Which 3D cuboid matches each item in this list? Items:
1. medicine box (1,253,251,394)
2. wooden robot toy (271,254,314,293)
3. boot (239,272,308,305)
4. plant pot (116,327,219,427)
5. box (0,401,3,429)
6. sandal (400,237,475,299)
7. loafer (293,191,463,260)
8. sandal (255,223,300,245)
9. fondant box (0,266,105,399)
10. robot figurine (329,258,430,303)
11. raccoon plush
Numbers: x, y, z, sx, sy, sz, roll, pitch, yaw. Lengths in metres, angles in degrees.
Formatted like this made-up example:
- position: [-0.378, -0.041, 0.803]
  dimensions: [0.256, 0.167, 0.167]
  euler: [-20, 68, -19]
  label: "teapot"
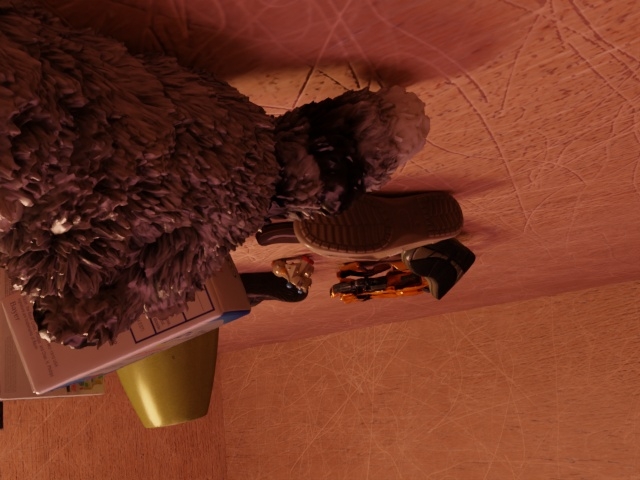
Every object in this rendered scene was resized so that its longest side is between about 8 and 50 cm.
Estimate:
- position: [-0.282, 0.103, 1.019]
  dimensions: [0.289, 0.149, 0.263]
  euler: [-22, 174, 1]
  label: "medicine box"
- position: [-0.063, 0.059, 1.378]
  dimensions: [0.079, 0.076, 0.173]
  euler: [27, 175, 16]
  label: "wooden robot toy"
- position: [-0.140, 0.132, 1.586]
  dimensions: [0.189, 0.076, 0.208]
  euler: [11, 157, -10]
  label: "boot"
- position: [-0.334, 0.245, 1.417]
  dimensions: [0.274, 0.294, 0.275]
  euler: [-11, 174, -1]
  label: "plant pot"
- position: [-0.769, 0.284, 1.473]
  dimensions: [0.073, 0.293, 0.295]
  euler: [1, 166, -32]
  label: "box"
- position: [0.228, 0.030, 1.293]
  dimensions: [0.120, 0.086, 0.303]
  euler: [-47, 147, 2]
  label: "sandal"
- position: [0.085, -0.015, 0.986]
  dimensions: [0.268, 0.102, 0.092]
  euler: [-2, 161, -18]
  label: "loafer"
- position: [0.000, 0.000, 1.102]
  dimensions: [0.219, 0.060, 0.090]
  euler: [-5, 167, -4]
  label: "sandal"
- position: [-0.567, 0.198, 1.309]
  dimensions: [0.096, 0.238, 0.330]
  euler: [-10, 166, 14]
  label: "fondant box"
- position: [0.163, 0.089, 1.513]
  dimensions: [0.291, 0.085, 0.211]
  euler: [-8, 167, 6]
  label: "robot figurine"
- position: [-0.111, -0.117, 0.460]
  dimensions: [0.446, 0.216, 0.299]
  euler: [-32, 160, -19]
  label: "raccoon plush"
